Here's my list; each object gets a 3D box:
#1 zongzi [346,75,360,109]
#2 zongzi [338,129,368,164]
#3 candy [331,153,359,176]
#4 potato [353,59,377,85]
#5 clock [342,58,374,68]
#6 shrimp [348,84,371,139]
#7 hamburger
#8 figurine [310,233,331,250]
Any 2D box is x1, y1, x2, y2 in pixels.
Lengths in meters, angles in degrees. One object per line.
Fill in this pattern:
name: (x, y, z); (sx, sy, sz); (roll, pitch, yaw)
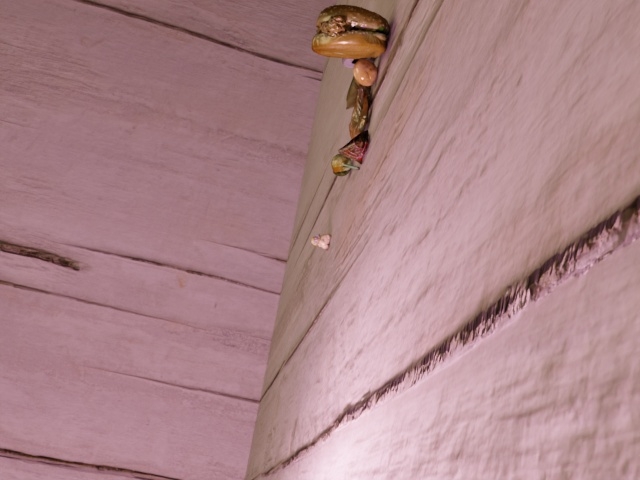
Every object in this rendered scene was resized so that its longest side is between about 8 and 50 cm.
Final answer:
zongzi: (0.096, -0.405, 2.095); (0.113, 0.052, 0.104); (-48, -28, -57)
zongzi: (0.090, -0.229, 1.910); (0.083, 0.067, 0.073); (-59, 3, 11)
candy: (0.072, -0.191, 2.062); (0.202, 0.061, 0.061); (-145, 68, -74)
potato: (0.114, -0.431, 2.038); (0.083, 0.062, 0.068); (-99, -13, -69)
clock: (0.113, -0.543, 2.195); (0.176, 0.080, 0.117); (161, 121, -82)
shrimp: (0.104, -0.335, 2.036); (0.099, 0.041, 0.180); (120, 162, -67)
hamburger: (0.075, -0.516, 1.965); (0.215, 0.189, 0.122); (-39, -45, -82)
figurine: (0.000, 0.000, 2.266); (0.083, 0.051, 0.047); (134, 154, -78)
